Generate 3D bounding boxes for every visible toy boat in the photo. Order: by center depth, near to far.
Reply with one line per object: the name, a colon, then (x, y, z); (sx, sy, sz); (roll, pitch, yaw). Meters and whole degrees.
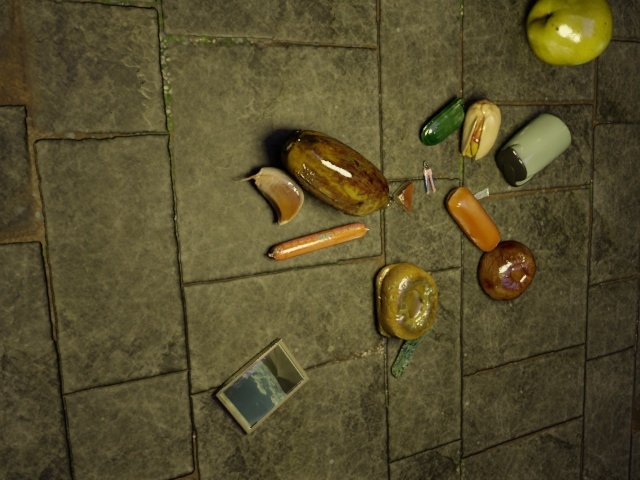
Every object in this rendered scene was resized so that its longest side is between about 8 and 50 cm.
toy boat: (0.417, -0.392, 1.876); (0.210, 0.052, 0.104); (-40, 133, -15)

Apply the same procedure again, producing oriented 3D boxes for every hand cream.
hand cream: (0.568, -0.162, 2.007); (0.093, 0.019, 0.030); (-23, 105, -29)

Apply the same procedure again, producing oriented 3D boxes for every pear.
pear: (0.862, -0.735, 1.930); (0.295, 0.294, 0.294); (-4, 99, -26)

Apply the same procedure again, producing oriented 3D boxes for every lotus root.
lotus root: (0.055, -0.195, 1.639); (0.398, 0.195, 0.179); (31, 119, -28)

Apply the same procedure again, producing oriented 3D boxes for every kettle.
kettle: (0.753, -0.303, 2.010); (0.236, 0.161, 0.221); (-39, 143, -16)

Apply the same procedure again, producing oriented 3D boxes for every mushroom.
mushroom: (0.682, 0.108, 2.030); (0.194, 0.138, 0.231); (27, 85, -27)

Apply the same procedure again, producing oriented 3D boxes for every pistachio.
pistachio: (0.542, -0.374, 1.890); (0.145, 0.117, 0.200); (-51, 149, -56)

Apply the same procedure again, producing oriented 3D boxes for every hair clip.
hair clip: (0.314, 0.373, 1.924); (0.066, 0.036, 0.229); (24, 106, -28)

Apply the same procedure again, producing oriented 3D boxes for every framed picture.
framed picture: (-0.175, 0.444, 1.719); (0.260, 0.023, 0.189); (-39, 115, -17)

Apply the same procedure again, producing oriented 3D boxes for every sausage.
sausage: (0.000, 0.000, 1.722); (0.348, 0.053, 0.053); (-16, 104, -24)
sausage: (0.534, -0.071, 1.954); (0.105, 0.105, 0.274); (-49, 115, -12)

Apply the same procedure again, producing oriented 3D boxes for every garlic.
garlic: (-0.132, -0.147, 1.621); (0.128, 0.090, 0.198); (-45, 119, -1)

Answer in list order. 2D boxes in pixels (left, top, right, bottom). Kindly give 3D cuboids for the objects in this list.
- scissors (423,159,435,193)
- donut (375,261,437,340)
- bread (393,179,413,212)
scissors: (0.365, -0.216, 1.896); (0.039, 0.012, 0.113); (-21, 106, -23)
donut: (0.287, 0.200, 1.854); (0.209, 0.128, 0.261); (-11, 104, -25)
bread: (0.271, -0.146, 1.842); (0.062, 0.043, 0.108); (0, 98, -28)
